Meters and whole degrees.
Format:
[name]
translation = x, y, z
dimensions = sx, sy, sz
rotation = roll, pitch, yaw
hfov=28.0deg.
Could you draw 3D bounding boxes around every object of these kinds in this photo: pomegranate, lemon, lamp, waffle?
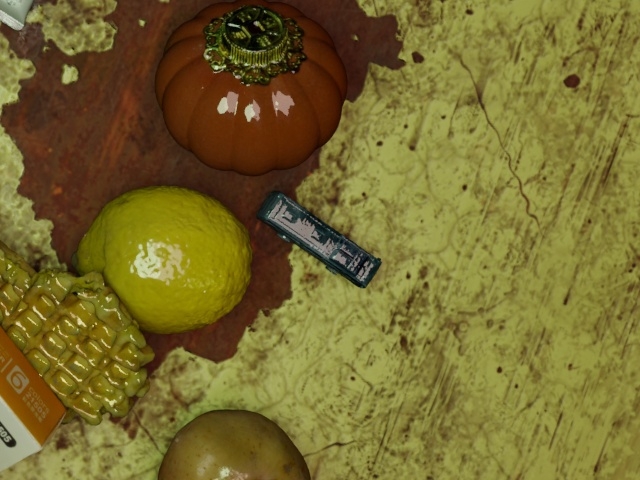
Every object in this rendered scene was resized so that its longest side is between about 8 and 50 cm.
[pomegranate]
translation = -0.098, 0.292, 1.516
dimensions = 0.191, 0.191, 0.191
rotation = -1, 95, -15
[lemon]
translation = -0.176, 0.024, 1.478
dimensions = 0.193, 0.180, 0.180
rotation = 31, 86, -25
[lamp]
translation = -0.079, -0.178, 1.476
dimensions = 0.223, 0.196, 0.223
rotation = 3, 57, -4
[waffle]
translation = -0.303, 0.099, 1.429
dimensions = 0.253, 0.056, 0.249
rotation = -5, 117, 28

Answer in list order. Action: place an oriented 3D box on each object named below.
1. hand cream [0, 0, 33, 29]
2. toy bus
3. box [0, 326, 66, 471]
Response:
[hand cream]
translation = -0.326, -0.340, 1.477
dimensions = 0.067, 0.042, 0.194
rotation = 32, 90, -23
[toy bus]
translation = 0.000, 0.000, 1.579
dimensions = 0.166, 0.065, 0.047
rotation = 34, 84, -14
[box]
translation = -0.448, 0.151, 1.411
dimensions = 0.221, 0.091, 0.274
rotation = -32, 103, 21
